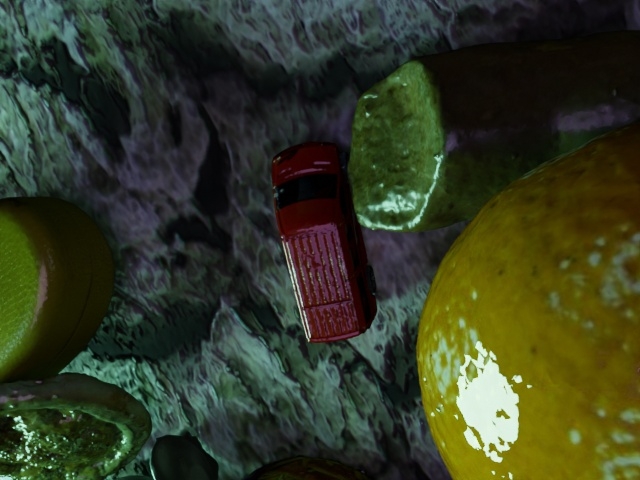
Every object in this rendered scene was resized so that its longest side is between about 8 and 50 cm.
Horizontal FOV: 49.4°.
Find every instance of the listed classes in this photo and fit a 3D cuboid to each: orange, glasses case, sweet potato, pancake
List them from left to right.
[{"bbox_3d":[-0.382,0.103,0.770,0.371,0.141,0.173,-33,80,16],"label":"glasses case"},{"bbox_3d":[-0.302,0.223,0.759,0.253,0.037,0.254,-12,141,-10],"label":"pancake"},{"bbox_3d":[0.202,-0.102,0.614,0.369,0.158,0.158,-8,102,5],"label":"sweet potato"},{"bbox_3d":[0.282,0.110,0.514,0.423,0.326,0.424,1,143,1],"label":"orange"}]

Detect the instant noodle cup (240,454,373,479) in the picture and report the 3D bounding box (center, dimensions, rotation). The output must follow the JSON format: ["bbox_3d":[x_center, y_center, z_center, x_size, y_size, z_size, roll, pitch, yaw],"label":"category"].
[{"bbox_3d":[-0.030,0.394,0.711,0.339,0.266,0.340,3,105,11],"label":"instant noodle cup"}]

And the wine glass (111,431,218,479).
[{"bbox_3d":[-0.227,0.324,0.820,0.222,0.103,0.103,-40,94,18],"label":"wine glass"}]

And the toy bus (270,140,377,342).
[{"bbox_3d":[0.000,0.000,0.700,0.081,0.089,0.195,-10,102,12],"label":"toy bus"}]
